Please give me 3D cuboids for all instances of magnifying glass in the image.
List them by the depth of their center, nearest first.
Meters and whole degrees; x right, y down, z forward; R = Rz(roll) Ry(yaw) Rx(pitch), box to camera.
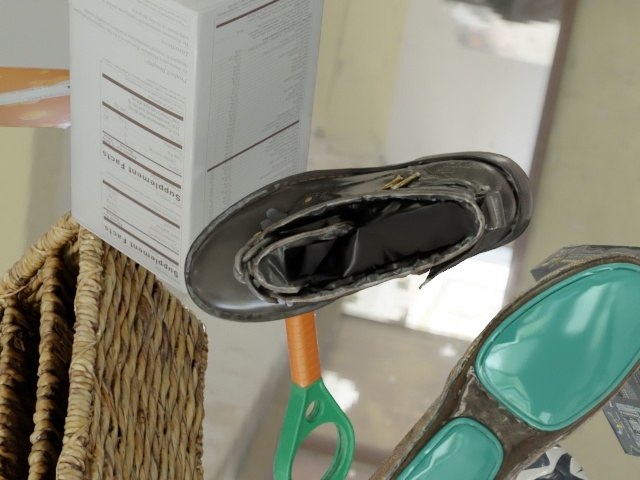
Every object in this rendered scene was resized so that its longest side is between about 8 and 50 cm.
[{"bbox_3d":[-0.011,0.146,1.427,0.092,0.026,0.231,-30,-51,-36],"label":"magnifying glass"}]

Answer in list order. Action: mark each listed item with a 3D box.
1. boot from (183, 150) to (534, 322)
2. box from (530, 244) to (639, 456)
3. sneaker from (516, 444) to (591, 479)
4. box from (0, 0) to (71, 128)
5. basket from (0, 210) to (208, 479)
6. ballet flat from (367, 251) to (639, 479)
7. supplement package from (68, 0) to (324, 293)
[{"bbox_3d":[0.000,0.000,0.919,0.229,0.263,0.091,-20,-87,-70],"label":"boot"},{"bbox_3d":[0.322,0.116,1.549,0.232,0.059,0.183,62,161,-11],"label":"box"},{"bbox_3d":[0.279,0.385,1.976,0.235,0.153,0.094,-56,-31,2],"label":"sneaker"},{"bbox_3d":[-0.401,-0.237,1.750,0.215,0.345,0.168,-23,74,50],"label":"box"},{"bbox_3d":[-0.231,0.155,1.281,0.223,0.213,0.299,54,-152,-51],"label":"basket"},{"bbox_3d":[0.129,0.128,1.171,0.316,0.107,0.106,-43,0,-4],"label":"ballet flat"},{"bbox_3d":[-0.096,-0.109,1.165,0.139,0.134,0.244,-31,-39,-40],"label":"supplement package"}]
